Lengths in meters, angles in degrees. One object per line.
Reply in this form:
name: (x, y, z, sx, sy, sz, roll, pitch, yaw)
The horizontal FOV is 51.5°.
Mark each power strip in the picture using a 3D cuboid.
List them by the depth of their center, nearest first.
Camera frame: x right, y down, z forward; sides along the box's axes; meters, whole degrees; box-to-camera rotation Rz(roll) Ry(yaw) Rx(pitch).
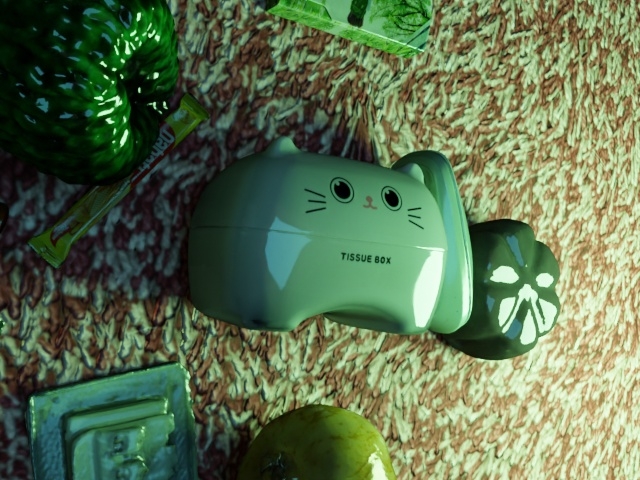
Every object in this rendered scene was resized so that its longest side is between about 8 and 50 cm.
power strip: (-0.249, 0.269, 0.834, 0.213, 0.064, 0.198, -8, 92, -31)

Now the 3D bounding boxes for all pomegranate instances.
pomegranate: (-0.008, 0.344, 0.892, 0.248, 0.248, 0.248, 0, 90, -32)

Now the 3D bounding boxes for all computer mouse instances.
computer mouse: (0.181, 0.003, 1.049, 0.097, 0.159, 0.288, -4, 92, -27)

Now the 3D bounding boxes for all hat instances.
hat: (-0.330, -0.217, 0.709, 0.332, 0.274, 0.242, 22, 65, -2)

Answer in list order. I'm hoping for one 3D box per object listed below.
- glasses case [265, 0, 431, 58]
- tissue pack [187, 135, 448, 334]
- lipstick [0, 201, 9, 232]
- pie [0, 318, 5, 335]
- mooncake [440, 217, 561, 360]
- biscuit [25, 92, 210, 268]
glasses case: (0.050, -0.367, 1.028, 0.272, 0.062, 0.095, 7, 86, -32)
tissue pack: (0.000, 0.000, 0.894, 0.333, 0.229, 0.236, 7, 87, -32)
lipstick: (-0.480, -0.064, 0.681, 0.299, 0.081, 0.081, 22, 78, -30)
pie: (-0.462, -0.012, 0.624, 0.296, 0.078, 0.371, 3, 121, -17)
mooncake: (0.308, 0.085, 1.153, 0.245, 0.133, 0.245, 6, 80, -35)
biscuit: (-0.253, -0.084, 0.858, 0.048, 0.026, 0.292, 41, 68, -4)
